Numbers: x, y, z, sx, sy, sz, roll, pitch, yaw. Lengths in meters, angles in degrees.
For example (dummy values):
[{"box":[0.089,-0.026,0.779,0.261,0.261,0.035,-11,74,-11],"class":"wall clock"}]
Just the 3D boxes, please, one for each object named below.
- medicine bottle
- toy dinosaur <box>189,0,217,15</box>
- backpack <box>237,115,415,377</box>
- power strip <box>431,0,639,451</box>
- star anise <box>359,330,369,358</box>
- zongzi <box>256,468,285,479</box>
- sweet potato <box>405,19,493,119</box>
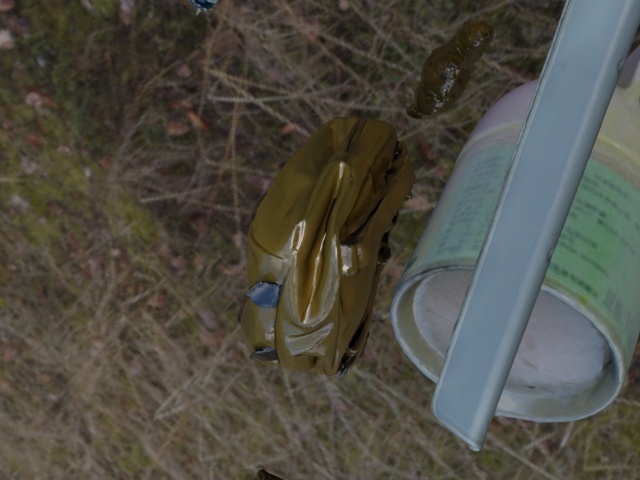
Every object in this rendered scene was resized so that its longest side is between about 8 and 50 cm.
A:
[{"box":[0.253,-0.035,0.994,0.235,0.406,0.236,18,142,15],"class":"medicine bottle"},{"box":[-0.142,-0.314,1.163,0.047,0.031,0.083,35,155,-19],"class":"toy dinosaur"},{"box":[0.006,0.003,1.317,0.201,0.378,0.354,20,138,8],"class":"backpack"},{"box":[0.089,-0.036,0.353,0.027,0.060,0.253,19,104,9],"class":"power strip"},{"box":[0.058,0.136,1.547,0.042,0.141,0.141,-8,131,2],"class":"star anise"},{"box":[0.051,0.239,0.789,0.184,0.187,0.084,63,-166,25],"class":"zongzi"},{"box":[0.160,-0.211,1.160,0.067,0.067,0.274,41,160,2],"class":"sweet potato"}]
